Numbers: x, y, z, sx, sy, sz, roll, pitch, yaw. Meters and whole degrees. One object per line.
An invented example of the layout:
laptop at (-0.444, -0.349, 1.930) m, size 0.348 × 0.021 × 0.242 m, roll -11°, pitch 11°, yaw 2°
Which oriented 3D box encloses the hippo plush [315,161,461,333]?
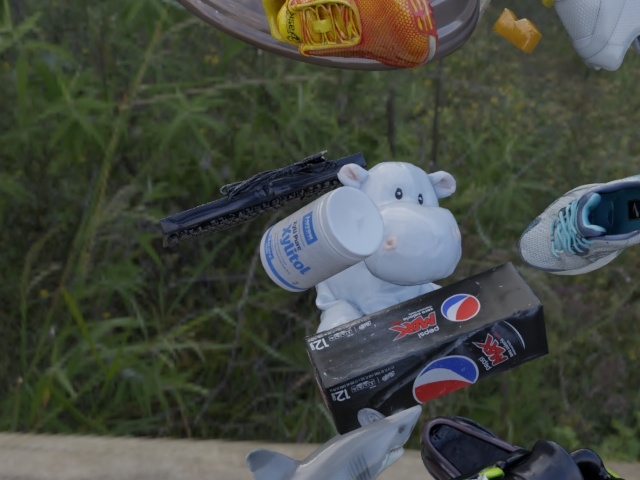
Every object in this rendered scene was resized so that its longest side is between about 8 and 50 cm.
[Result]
hippo plush at (0.108, 0.023, 1.449) m, size 0.234 × 0.236 × 0.294 m, roll 9°, pitch 34°, yaw -21°

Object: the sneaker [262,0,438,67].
sneaker at (0.015, -0.124, 0.673) m, size 0.067 × 0.064 × 0.175 m, roll -22°, pitch 16°, yaw -16°

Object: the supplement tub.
supplement tub at (0.000, 0.000, 1.083) m, size 0.071 × 0.107 × 0.071 m, roll 19°, pitch 58°, yaw -32°

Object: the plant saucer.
plant saucer at (-0.002, -0.230, 0.921) m, size 0.278 × 0.041 × 0.278 m, roll 10°, pitch 42°, yaw -9°

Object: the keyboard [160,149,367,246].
keyboard at (-0.080, -0.063, 1.698) m, size 0.317 × 0.201 × 0.033 m, roll -20°, pitch 77°, yaw -11°

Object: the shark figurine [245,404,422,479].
shark figurine at (-0.023, 0.230, 0.965) m, size 0.166 × 0.116 × 0.278 m, roll -29°, pitch 18°, yaw 29°

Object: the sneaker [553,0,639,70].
sneaker at (0.311, -0.232, 1.060) m, size 0.262 × 0.121 × 0.099 m, roll -26°, pitch 13°, yaw -24°

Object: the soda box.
soda box at (0.078, 0.078, 0.856) m, size 0.169 × 0.053 × 0.060 m, roll -21°, pitch 39°, yaw -5°

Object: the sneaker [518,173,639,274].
sneaker at (0.336, -0.029, 1.424) m, size 0.122 × 0.283 × 0.110 m, roll -1°, pitch 75°, yaw -40°

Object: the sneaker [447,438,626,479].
sneaker at (0.078, 0.133, 0.568) m, size 0.084 × 0.097 × 0.235 m, roll 39°, pitch 17°, yaw 34°

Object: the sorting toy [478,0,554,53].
sorting toy at (0.206, -0.388, 1.545) m, size 0.041 × 0.229 × 0.307 m, roll 13°, pitch 25°, yaw -49°

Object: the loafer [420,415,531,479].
loafer at (0.229, 0.281, 1.230) m, size 0.302 × 0.095 × 0.109 m, roll 30°, pitch 81°, yaw 24°
